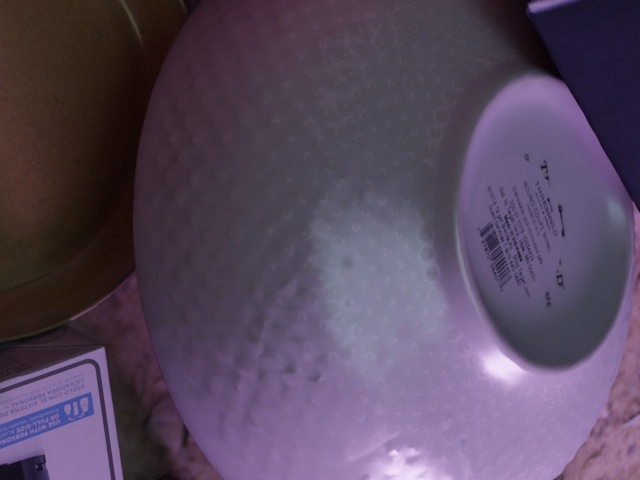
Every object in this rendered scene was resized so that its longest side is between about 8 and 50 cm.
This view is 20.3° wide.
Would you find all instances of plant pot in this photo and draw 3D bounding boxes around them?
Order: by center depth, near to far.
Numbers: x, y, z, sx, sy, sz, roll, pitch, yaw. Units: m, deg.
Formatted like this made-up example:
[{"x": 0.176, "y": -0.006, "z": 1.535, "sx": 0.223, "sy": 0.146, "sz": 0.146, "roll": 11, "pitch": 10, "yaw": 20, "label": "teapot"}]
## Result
[{"x": -0.166, "y": -0.068, "z": 0.884, "sx": 0.236, "sy": 0.032, "sz": 0.236, "roll": -7, "pitch": 102, "yaw": -35, "label": "plant pot"}]

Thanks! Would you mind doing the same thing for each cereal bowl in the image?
[{"x": 0.068, "y": -0.004, "z": 0.961, "sx": 0.339, "sy": 0.141, "sz": 0.339, "roll": 6, "pitch": 82, "yaw": -48, "label": "cereal bowl"}]

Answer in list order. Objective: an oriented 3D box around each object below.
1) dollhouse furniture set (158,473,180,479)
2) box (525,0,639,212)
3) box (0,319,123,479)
[{"x": 0.089, "y": 0.215, "z": 1.066, "sx": 0.303, "sy": 0.198, "sz": 0.286, "roll": -36, "pitch": 122, "yaw": -25, "label": "dollhouse furniture set"}, {"x": 0.315, "y": -0.099, "z": 1.028, "sx": 0.395, "sy": 0.212, "sz": 0.293, "roll": 54, "pitch": 38, "yaw": -31, "label": "box"}, {"x": -0.181, "y": 0.198, "z": 0.925, "sx": 0.169, "sy": 0.087, "sz": 0.290, "roll": -17, "pitch": 113, "yaw": -33, "label": "box"}]
